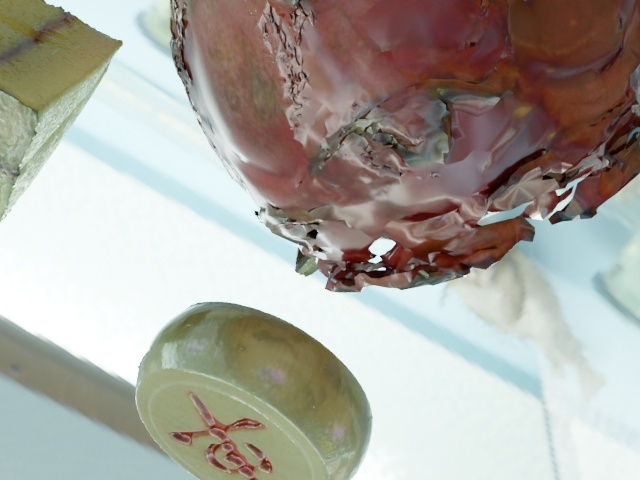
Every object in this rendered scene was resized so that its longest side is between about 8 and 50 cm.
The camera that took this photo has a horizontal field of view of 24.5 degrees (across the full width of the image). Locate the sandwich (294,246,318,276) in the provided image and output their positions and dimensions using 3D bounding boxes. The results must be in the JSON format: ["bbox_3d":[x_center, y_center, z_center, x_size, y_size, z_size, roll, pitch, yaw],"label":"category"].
[{"bbox_3d":[0.000,0.000,1.613,0.031,0.044,0.083,34,-120,-54],"label":"sandwich"}]

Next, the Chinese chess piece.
[{"bbox_3d":[-0.070,0.173,1.508,0.251,0.251,0.097,35,-125,-5],"label":"Chinese chess piece"}]

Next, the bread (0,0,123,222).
[{"bbox_3d":[-0.354,-0.155,1.661,0.168,0.163,0.264,29,-151,4],"label":"bread"}]

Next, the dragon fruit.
[{"bbox_3d":[0.058,-0.127,0.816,0.296,0.301,0.295,-4,-157,2],"label":"dragon fruit"}]
